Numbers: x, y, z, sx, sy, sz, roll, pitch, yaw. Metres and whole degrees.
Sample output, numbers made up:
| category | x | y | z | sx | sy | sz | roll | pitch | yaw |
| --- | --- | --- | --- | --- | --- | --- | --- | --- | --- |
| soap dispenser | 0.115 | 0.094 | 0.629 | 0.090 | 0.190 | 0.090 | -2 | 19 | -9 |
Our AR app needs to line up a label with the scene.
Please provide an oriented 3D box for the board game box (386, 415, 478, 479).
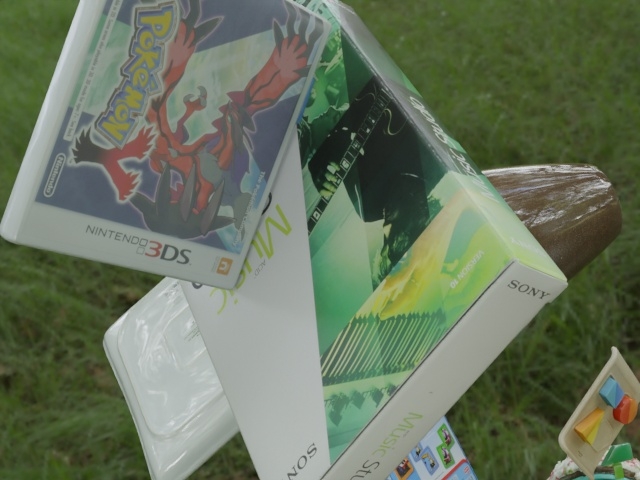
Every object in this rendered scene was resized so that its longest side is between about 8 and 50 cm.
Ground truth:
| category | x | y | z | sx | sy | sz | roll | pitch | yaw |
| --- | --- | --- | --- | --- | --- | --- | --- | --- | --- |
| board game box | 0.090 | 0.217 | 1.139 | 0.039 | 0.211 | 0.160 | -29 | -4 | 32 |

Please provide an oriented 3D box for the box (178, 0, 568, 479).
| category | x | y | z | sx | sy | sz | roll | pitch | yaw |
| --- | --- | --- | --- | --- | --- | --- | --- | --- | --- |
| box | 0.000 | 0.000 | 0.713 | 0.058 | 0.232 | 0.322 | 18 | 29 | -39 |

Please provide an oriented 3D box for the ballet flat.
| category | x | y | z | sx | sy | sz | roll | pitch | yaw |
| --- | --- | --- | --- | --- | --- | --- | --- | --- | --- |
| ballet flat | 0.238 | 0.226 | 0.913 | 0.091 | 0.241 | 0.077 | 9 | 54 | 11 |

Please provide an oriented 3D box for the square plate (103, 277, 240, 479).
| category | x | y | z | sx | sy | sz | roll | pitch | yaw |
| --- | --- | --- | --- | --- | --- | --- | --- | --- | --- |
| square plate | -0.174 | 0.142 | 1.539 | 0.347 | 0.049 | 0.344 | -42 | 45 | 9 |

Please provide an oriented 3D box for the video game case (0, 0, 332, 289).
| category | x | y | z | sx | sy | sz | roll | pitch | yaw |
| --- | --- | --- | --- | --- | --- | --- | --- | --- | --- |
| video game case | -0.089 | -0.077 | 0.660 | 0.023 | 0.201 | 0.183 | 23 | 5 | 42 |

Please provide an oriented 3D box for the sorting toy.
| category | x | y | z | sx | sy | sz | roll | pitch | yaw |
| --- | --- | --- | --- | --- | --- | --- | --- | --- | --- |
| sorting toy | 0.159 | 0.100 | 0.564 | 0.012 | 0.083 | 0.062 | 23 | 75 | 41 |

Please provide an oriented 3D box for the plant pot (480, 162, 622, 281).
| category | x | y | z | sx | sy | sz | roll | pitch | yaw |
| --- | --- | --- | --- | --- | --- | --- | --- | --- | --- |
| plant pot | 0.263 | -0.011 | 1.343 | 0.230 | 0.215 | 0.215 | -20 | 24 | -12 |
